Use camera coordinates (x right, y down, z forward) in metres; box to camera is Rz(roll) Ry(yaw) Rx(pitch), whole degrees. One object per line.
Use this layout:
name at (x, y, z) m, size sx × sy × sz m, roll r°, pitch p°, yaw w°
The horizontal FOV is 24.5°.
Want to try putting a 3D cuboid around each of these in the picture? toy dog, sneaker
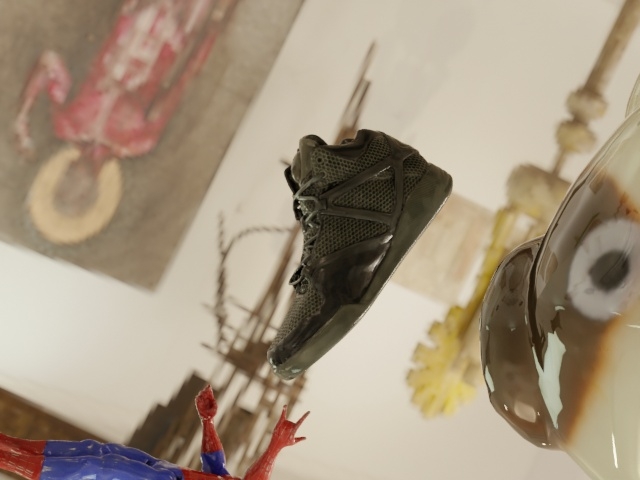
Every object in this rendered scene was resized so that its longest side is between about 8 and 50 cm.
toy dog at (0.254, -0.003, 0.721) m, size 0.284 × 0.395 × 0.408 m, roll 31°, pitch -146°, yaw 31°
sneaker at (0.000, 0.000, 1.210) m, size 0.130 × 0.227 × 0.087 m, roll 37°, pitch 165°, yaw -9°

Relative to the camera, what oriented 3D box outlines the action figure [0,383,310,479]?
action figure at (-0.122, 0.154, 1.155) m, size 0.280 × 0.139 × 0.091 m, roll 23°, pitch -175°, yaw -12°
